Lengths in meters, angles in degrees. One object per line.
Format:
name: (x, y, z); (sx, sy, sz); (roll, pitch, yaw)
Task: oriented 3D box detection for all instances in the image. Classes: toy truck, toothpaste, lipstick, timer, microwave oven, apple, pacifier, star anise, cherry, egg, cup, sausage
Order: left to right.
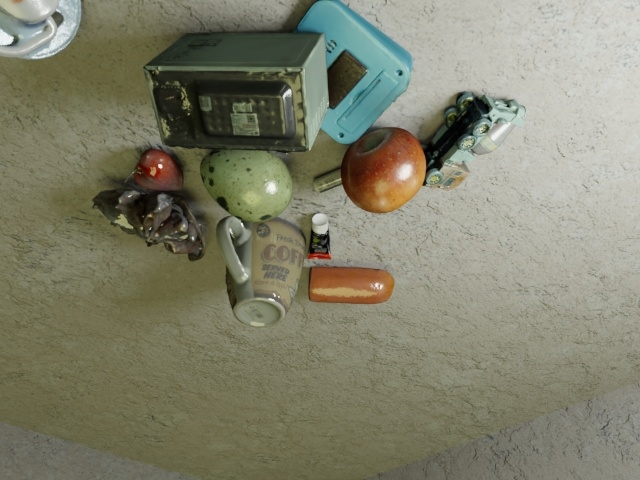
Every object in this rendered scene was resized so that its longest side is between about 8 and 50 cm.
pacifier: (-0.586, -0.458, 0.987); (0.207, 0.227, 0.279); (22, 153, 41)
cherry: (-0.400, -0.168, 1.339); (0.106, 0.087, 0.126); (-23, 151, 22)
star anise: (-0.427, -0.055, 1.438); (0.316, 0.139, 0.359); (30, 157, -14)
microwave oven: (-0.148, -0.284, 1.066); (0.295, 0.237, 0.181); (4, 128, 10)
egg: (-0.176, -0.139, 1.300); (0.228, 0.177, 0.177); (23, 134, -8)
cup: (-0.173, 0.072, 1.475); (0.227, 0.257, 0.301); (-24, 130, 22)
toothpaste: (0.000, 0.000, 1.550); (0.071, 0.045, 0.193); (2, 143, -1)
timer: (0.039, -0.357, 1.154); (0.250, 0.091, 0.232); (35, 129, -17)
lipstick: (0.048, -0.158, 1.374); (0.141, 0.040, 0.040); (-21, 133, 21)
sausage: (0.092, 0.135, 1.646); (0.259, 0.113, 0.113); (1, 138, 0)
apple: (0.145, -0.156, 1.250); (0.201, 0.201, 0.162); (-20, 122, 21)
toy truck: (0.338, -0.224, 1.255); (0.140, 0.108, 0.256); (11, 135, -31)
